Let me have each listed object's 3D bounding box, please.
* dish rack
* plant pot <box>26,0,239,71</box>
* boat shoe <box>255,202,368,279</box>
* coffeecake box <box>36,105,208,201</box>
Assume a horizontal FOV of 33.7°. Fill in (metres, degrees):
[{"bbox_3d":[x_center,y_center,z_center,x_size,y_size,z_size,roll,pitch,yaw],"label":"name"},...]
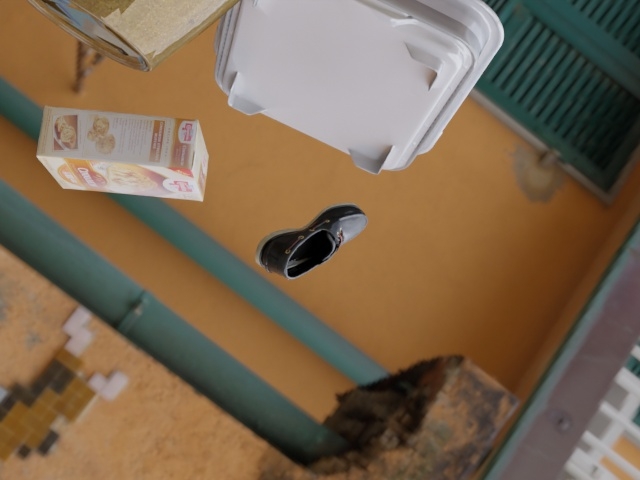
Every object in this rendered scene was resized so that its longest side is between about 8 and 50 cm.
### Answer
[{"bbox_3d":[0.016,-0.187,1.128,0.072,0.285,0.333,-65,-178,-24],"label":"dish rack"},{"bbox_3d":[-0.110,-0.263,0.773,0.254,0.237,0.237,-59,-175,-8],"label":"plant pot"},{"bbox_3d":[0.000,0.002,0.996,0.133,0.042,0.049,-24,131,-41],"label":"boat shoe"},{"bbox_3d":[-0.239,-0.105,1.310,0.142,0.185,0.068,93,2,-77],"label":"coffeecake box"}]
